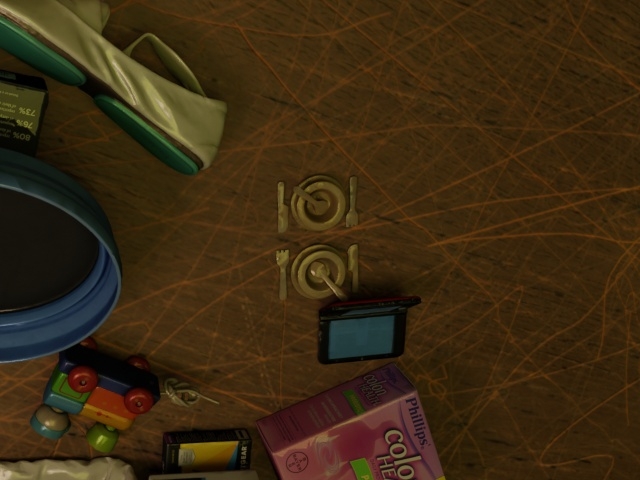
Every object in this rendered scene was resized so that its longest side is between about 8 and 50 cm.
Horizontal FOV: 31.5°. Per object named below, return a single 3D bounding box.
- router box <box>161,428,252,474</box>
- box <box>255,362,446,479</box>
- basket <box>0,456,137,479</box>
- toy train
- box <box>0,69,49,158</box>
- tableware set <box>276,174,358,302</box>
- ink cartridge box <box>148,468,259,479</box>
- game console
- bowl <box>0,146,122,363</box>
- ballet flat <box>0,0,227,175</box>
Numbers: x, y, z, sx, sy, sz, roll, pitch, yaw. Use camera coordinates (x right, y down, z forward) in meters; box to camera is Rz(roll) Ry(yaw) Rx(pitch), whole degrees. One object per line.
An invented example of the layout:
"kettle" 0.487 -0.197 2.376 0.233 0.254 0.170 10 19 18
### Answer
"router box" -0.179 0.383 1.749 0.133 0.046 0.179 0 107 -17
"box" 0.054 0.346 1.770 0.243 0.117 0.213 -22 111 -10
"basket" -0.410 0.494 1.567 0.331 0.328 0.266 2 109 -18
"toy train" -0.287 0.251 1.653 0.248 0.105 0.143 26 108 -22
"box" -0.453 -0.123 1.481 0.153 0.108 0.207 12 103 -20
"tableware set" 0.000 0.000 1.692 0.128 0.039 0.194 -5 108 -15
"ink cartridge box" -0.191 0.495 1.728 0.165 0.065 0.333 -1 122 -17
"game console" 0.075 0.138 1.735 0.144 0.124 0.085 -5 81 -16
"bowl" -0.449 0.022 1.440 0.391 0.077 0.391 -3 141 -2
"ballet flat" -0.286 -0.241 1.500 0.400 0.139 0.139 36 94 -27
